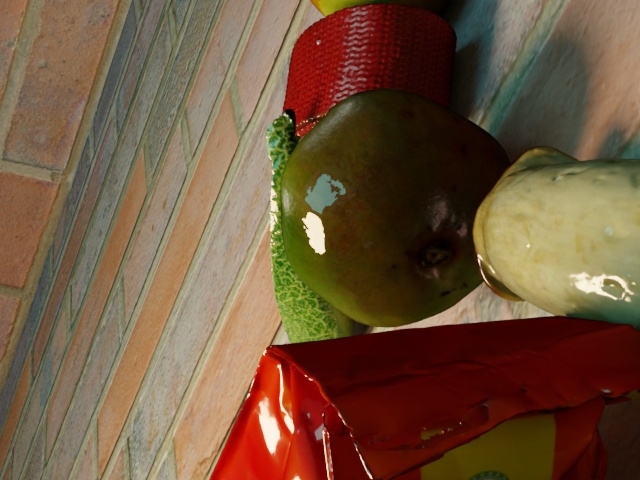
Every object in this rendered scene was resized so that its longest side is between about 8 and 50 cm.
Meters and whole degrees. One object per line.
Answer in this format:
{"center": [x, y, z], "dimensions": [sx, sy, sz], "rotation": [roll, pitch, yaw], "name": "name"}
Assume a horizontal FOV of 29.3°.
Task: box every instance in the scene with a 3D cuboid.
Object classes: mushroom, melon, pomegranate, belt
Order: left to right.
{"center": [-0.001, -0.001, 1.079], "dimensions": [0.114, 0.053, 0.262], "rotation": [-50, -38, -36], "name": "melon"}
{"center": [0.037, -0.117, 1.074], "dimensions": [0.201, 0.128, 0.124], "rotation": [157, 124, -64], "name": "belt"}
{"center": [0.045, -0.035, 0.928], "dimensions": [0.209, 0.180, 0.180], "rotation": [41, 117, 56], "name": "pomegranate"}
{"center": [0.183, 0.004, 0.680], "dimensions": [0.333, 0.087, 0.107], "rotation": [-164, 86, -67], "name": "mushroom"}

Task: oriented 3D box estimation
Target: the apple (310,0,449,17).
{"center": [0.050, -0.267, 1.097], "dimensions": [0.163, 0.147, 0.146], "rotation": [161, 120, -69], "name": "apple"}

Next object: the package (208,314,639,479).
{"center": [0.035, 0.176, 0.743], "dimensions": [0.424, 0.195, 0.123], "rotation": [112, 144, -48], "name": "package"}
